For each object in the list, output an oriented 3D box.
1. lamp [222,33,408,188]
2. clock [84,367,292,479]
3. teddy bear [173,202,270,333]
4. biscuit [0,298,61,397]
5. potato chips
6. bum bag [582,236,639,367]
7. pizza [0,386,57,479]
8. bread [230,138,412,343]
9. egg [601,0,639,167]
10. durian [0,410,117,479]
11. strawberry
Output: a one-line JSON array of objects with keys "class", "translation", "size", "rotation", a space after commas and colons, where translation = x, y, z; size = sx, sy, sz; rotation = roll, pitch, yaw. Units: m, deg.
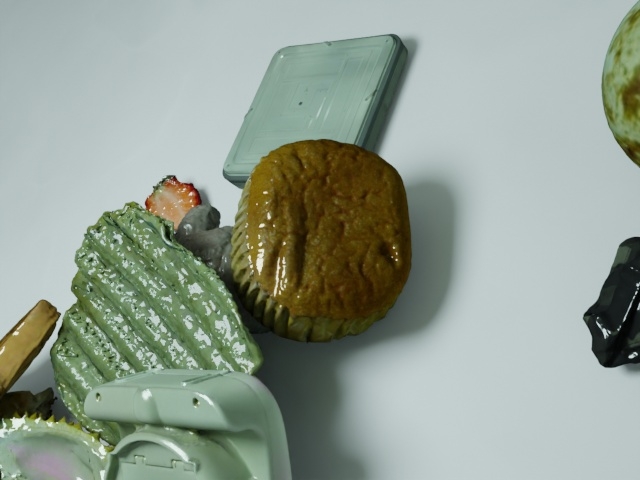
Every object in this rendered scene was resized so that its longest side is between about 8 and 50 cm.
[{"class": "lamp", "translation": [-0.012, -0.201, 1.443], "size": [0.269, 0.047, 0.266], "rotation": [3, 63, 40]}, {"class": "clock", "translation": [-0.152, 0.316, 1.083], "size": [0.265, 0.109, 0.324], "rotation": [-7, 91, 39]}, {"class": "teddy bear", "translation": [-0.185, 0.063, 1.327], "size": [0.267, 0.151, 0.235], "rotation": [-5, 82, 46]}, {"class": "biscuit", "translation": [-0.520, 0.238, 1.375], "size": [0.351, 0.057, 0.312], "rotation": [-41, 15, 26]}, {"class": "potato chips", "translation": [-0.224, 0.151, 1.233], "size": [0.429, 0.070, 0.358], "rotation": [40, 121, 30]}, {"class": "bum bag", "translation": [0.420, 0.043, 0.899], "size": [0.341, 0.095, 0.143], "rotation": [-15, 55, 41]}, {"class": "pizza", "translation": [-0.494, 0.343, 1.438], "size": [0.223, 0.089, 0.323], "rotation": [-48, 44, 6]}, {"class": "bread", "translation": [0.000, 0.000, 1.180], "size": [0.228, 0.142, 0.253], "rotation": [9, 61, -4]}, {"class": "egg", "translation": [0.423, -0.150, 0.921], "size": [0.238, 0.238, 0.289], "rotation": [-46, 48, 4]}, {"class": "durian", "translation": [-0.347, 0.374, 1.238], "size": [0.172, 0.166, 0.306], "rotation": [-27, 63, 27]}, {"class": "strawberry", "translation": [-0.238, -0.045, 1.524], "size": [0.104, 0.048, 0.152], "rotation": [-38, 58, 2]}]
